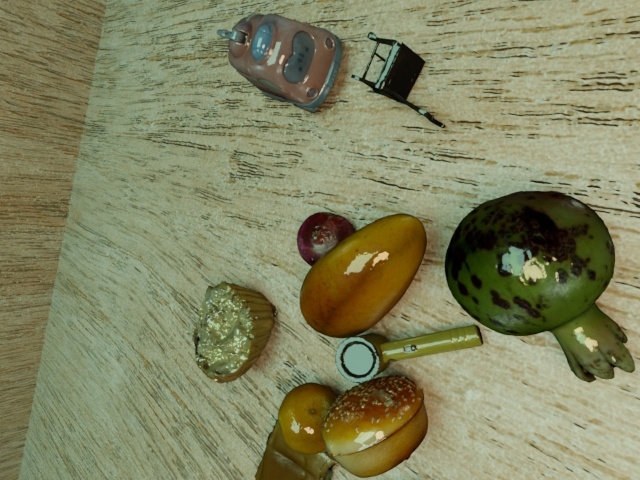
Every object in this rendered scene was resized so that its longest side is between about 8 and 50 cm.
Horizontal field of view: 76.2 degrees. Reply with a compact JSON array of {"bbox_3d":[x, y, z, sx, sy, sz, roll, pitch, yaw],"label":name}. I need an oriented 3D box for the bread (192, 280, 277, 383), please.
[{"bbox_3d":[-0.249,0.256,1.148,0.274,0.149,0.274,-11,74,43],"label":"bread"}]

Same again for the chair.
[{"bbox_3d":[0.186,-0.336,0.860,0.229,0.106,0.113,39,113,34],"label":"chair"}]

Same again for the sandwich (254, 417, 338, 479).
[{"bbox_3d":[-0.057,0.577,1.013,0.212,0.063,0.245,31,108,36],"label":"sandwich"}]

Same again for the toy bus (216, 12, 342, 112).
[{"bbox_3d":[-0.106,-0.466,1.034,0.294,0.232,0.197,34,107,38],"label":"toy bus"}]

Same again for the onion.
[{"bbox_3d":[0.000,0.000,0.964,0.150,0.140,0.150,0,90,24],"label":"onion"}]

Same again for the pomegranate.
[{"bbox_3d":[0.333,0.072,0.648,0.242,0.242,0.306,-15,107,39],"label":"pomegranate"}]

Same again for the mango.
[{"bbox_3d":[0.091,0.078,0.850,0.201,0.199,0.350,33,130,-7],"label":"mango"}]

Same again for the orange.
[{"bbox_3d":[-0.024,0.411,0.944,0.155,0.154,0.134,60,152,27],"label":"orange"}]

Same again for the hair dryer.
[{"bbox_3d":[0.181,0.217,0.822,0.278,0.135,0.090,-17,74,20],"label":"hair dryer"}]

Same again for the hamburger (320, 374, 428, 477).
[{"bbox_3d":[0.105,0.355,0.798,0.237,0.237,0.147,-42,77,30],"label":"hamburger"}]
